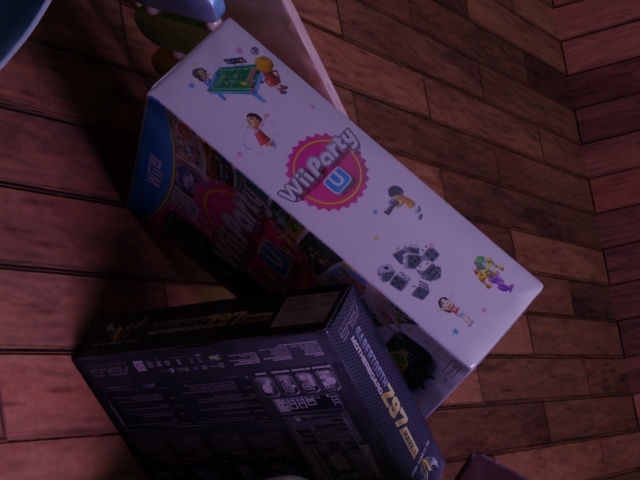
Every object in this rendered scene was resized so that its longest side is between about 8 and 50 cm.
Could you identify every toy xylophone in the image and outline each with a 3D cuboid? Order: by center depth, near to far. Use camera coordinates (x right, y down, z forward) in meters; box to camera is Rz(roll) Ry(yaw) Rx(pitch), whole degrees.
[{"bbox_3d":[-0.087,-0.145,1.328,0.081,0.236,0.322,-50,128,-22],"label":"toy xylophone"}]

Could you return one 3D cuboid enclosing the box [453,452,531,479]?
[{"bbox_3d":[0.062,0.350,1.025,0.381,0.143,0.191,-57,160,-21],"label":"box"}]

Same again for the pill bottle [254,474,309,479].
[{"bbox_3d":[-0.054,0.235,1.131,0.124,0.222,0.124,44,39,-51],"label":"pill bottle"}]

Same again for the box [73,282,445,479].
[{"bbox_3d":[-0.046,0.129,1.193,0.183,0.233,0.059,62,37,-27],"label":"box"}]

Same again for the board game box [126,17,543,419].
[{"bbox_3d":[0.000,0.000,1.219,0.303,0.224,0.097,41,68,6],"label":"board game box"}]

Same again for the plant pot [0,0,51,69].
[{"bbox_3d":[-0.298,-0.203,0.826,0.195,0.290,0.290,47,9,30],"label":"plant pot"}]
